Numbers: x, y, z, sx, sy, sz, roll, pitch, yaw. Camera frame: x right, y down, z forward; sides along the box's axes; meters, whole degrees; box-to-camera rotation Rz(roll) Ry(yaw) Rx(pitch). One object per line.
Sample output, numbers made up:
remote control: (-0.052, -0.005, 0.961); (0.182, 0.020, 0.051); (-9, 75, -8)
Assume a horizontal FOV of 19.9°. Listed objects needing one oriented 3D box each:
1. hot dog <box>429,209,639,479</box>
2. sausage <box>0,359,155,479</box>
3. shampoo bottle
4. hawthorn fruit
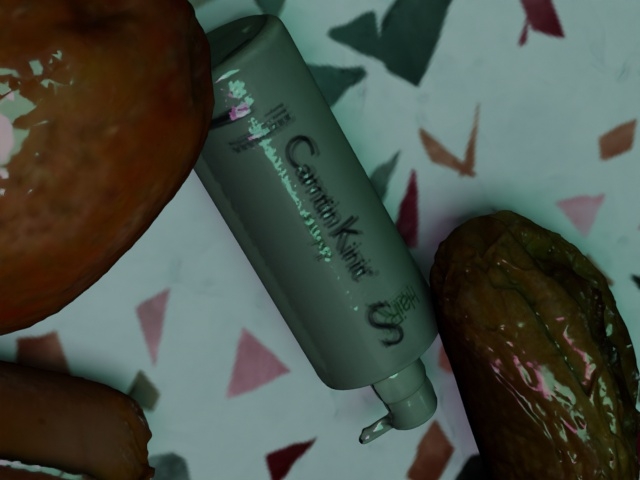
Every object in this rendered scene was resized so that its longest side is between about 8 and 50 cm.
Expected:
hot dog: (0.136, 0.093, 1.081); (0.099, 0.160, 0.227); (-9, 118, 16)
sausage: (-0.256, 0.101, 1.017); (0.330, 0.102, 0.102); (13, 103, -16)
shampoo bottle: (0.000, 0.000, 1.049); (0.085, 0.085, 0.262); (-31, 111, -2)
hawthorn fruit: (-0.155, -0.076, 0.918); (0.262, 0.210, 0.210); (-38, 112, 17)
